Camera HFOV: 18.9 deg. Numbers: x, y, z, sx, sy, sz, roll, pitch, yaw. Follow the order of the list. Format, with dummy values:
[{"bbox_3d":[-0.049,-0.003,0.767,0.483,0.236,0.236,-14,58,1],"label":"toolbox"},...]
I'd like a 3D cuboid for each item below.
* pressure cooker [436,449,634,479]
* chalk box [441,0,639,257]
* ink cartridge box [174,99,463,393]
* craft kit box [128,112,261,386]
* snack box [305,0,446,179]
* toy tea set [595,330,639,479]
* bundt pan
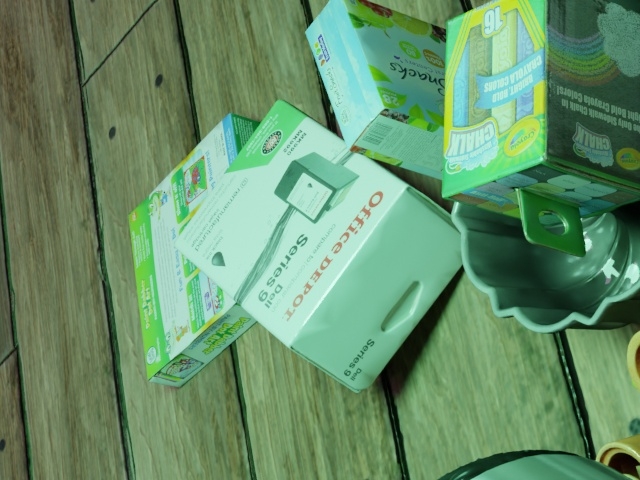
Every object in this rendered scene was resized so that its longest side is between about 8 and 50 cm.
[{"bbox_3d":[0.237,0.384,1.389,0.420,0.370,0.375,26,102,51],"label":"pressure cooker"},{"bbox_3d":[0.192,-0.090,1.625,0.132,0.132,0.213,-18,63,51],"label":"chalk box"},{"bbox_3d":[0.000,0.000,2.053,0.211,0.121,0.289,-54,36,1],"label":"ink cartridge box"},{"bbox_3d":[-0.141,0.014,2.354,0.246,0.061,0.250,-38,49,39],"label":"craft kit box"},{"bbox_3d":[0.102,-0.144,1.923,0.070,0.207,0.174,-50,41,33],"label":"snack box"},{"bbox_3d":[0.298,0.138,1.539,0.200,0.124,0.336,41,138,36],"label":"toy tea set"},{"bbox_3d":[0.270,-0.068,1.731,0.331,0.124,0.331,-26,58,50],"label":"bundt pan"}]
